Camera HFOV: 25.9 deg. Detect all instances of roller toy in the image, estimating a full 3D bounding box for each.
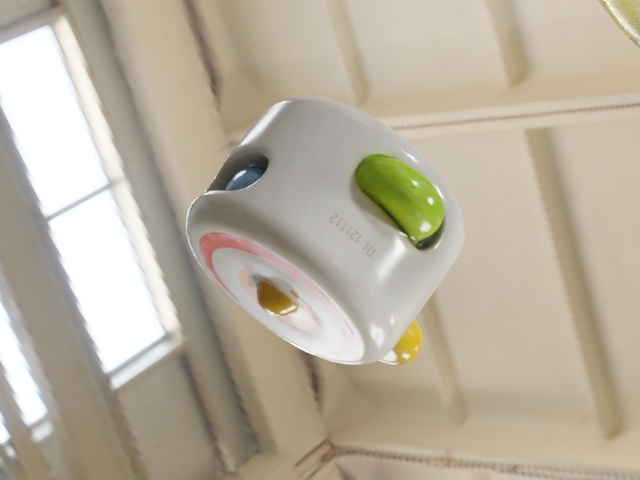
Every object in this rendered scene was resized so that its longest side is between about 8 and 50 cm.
[{"bbox_3d":[0.000,0.000,1.084,0.191,0.146,0.209,27,-24,22],"label":"roller toy"}]

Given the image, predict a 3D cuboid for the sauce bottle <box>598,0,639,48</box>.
[{"bbox_3d":[0.221,-0.265,1.068,0.111,0.111,0.344,9,-17,39],"label":"sauce bottle"}]
